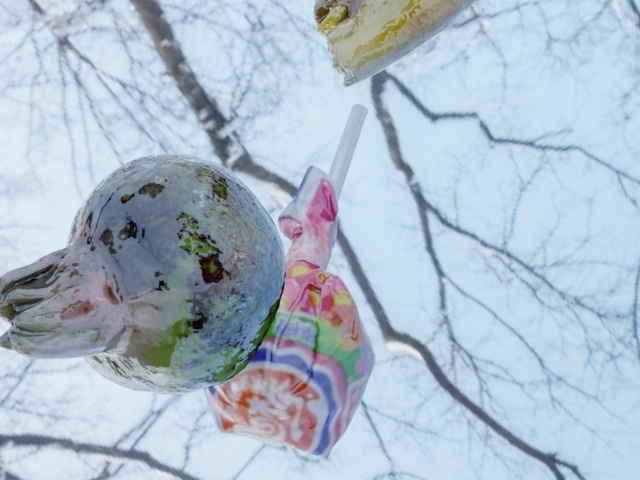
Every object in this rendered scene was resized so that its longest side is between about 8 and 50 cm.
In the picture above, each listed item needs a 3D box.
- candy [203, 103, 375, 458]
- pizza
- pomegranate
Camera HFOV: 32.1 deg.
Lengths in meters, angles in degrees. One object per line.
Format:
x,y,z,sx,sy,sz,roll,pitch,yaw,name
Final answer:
0.000,0.000,0.823,0.124,0.124,0.365,-14,-147,25,candy
0.064,-0.171,0.666,0.127,0.058,0.246,-9,-151,49,pizza
-0.100,0.016,0.603,0.138,0.163,0.125,-49,-137,38,pomegranate
